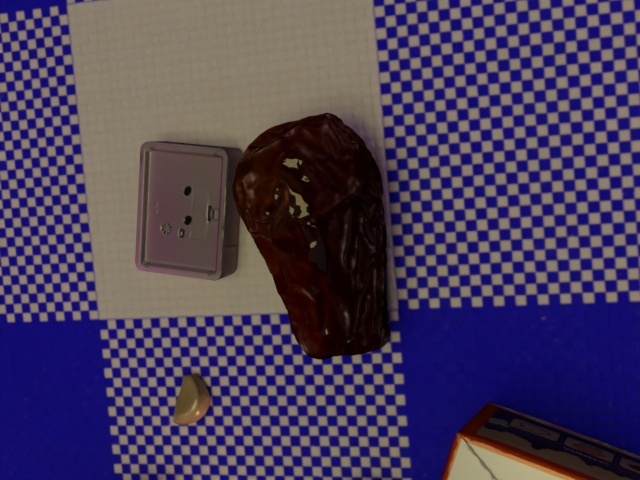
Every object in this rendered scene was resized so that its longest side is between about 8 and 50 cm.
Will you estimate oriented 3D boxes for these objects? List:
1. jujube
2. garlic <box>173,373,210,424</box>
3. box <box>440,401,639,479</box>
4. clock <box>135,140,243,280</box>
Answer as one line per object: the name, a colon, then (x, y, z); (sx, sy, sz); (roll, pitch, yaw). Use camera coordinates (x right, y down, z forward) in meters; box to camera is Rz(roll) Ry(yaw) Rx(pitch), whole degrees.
jujube: (0.000, 0.000, 1.734); (0.216, 0.216, 0.342); (-16, 95, 21)
garlic: (-0.197, 0.248, 1.921); (0.053, 0.041, 0.083); (12, 92, 32)
box: (0.293, 0.438, 1.632); (0.319, 0.257, 0.348); (18, 97, 15)
clock: (-0.196, -0.047, 1.872); (0.150, 0.063, 0.197); (7, 99, 20)
